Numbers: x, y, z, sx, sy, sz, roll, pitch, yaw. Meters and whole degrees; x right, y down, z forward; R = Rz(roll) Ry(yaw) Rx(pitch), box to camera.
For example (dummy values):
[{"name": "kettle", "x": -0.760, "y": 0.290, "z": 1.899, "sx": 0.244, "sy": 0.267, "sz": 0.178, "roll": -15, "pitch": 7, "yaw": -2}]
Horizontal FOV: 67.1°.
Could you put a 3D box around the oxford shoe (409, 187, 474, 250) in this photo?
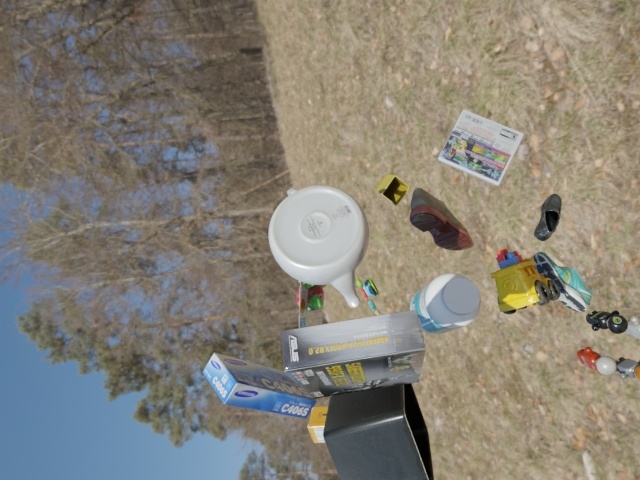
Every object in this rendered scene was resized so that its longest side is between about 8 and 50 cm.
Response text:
[{"name": "oxford shoe", "x": 0.430, "y": -0.070, "z": 1.669, "sx": 0.348, "sy": 0.123, "sz": 0.130, "roll": 33, "pitch": -130, "yaw": -42}]

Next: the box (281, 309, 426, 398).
[{"name": "box", "x": 0.055, "y": 0.177, "z": 0.712, "sx": 0.231, "sy": 0.183, "sz": 0.056, "roll": 73, "pitch": -172, "yaw": -63}]

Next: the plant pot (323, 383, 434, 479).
[{"name": "plant pot", "x": 0.108, "y": 0.367, "z": 0.927, "sx": 0.188, "sy": 0.167, "sz": 0.187, "roll": -63, "pitch": -46, "yaw": -71}]

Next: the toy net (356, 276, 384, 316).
[{"name": "toy net", "x": 0.190, "y": 0.221, "z": 1.604, "sx": 0.232, "sy": 0.045, "sz": 0.122, "roll": 65, "pitch": -172, "yaw": 30}]

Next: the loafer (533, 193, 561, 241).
[{"name": "loafer", "x": 0.875, "y": -0.094, "z": 1.825, "sx": 0.223, "sy": 0.076, "sz": 0.078, "roll": -58, "pitch": 0, "yaw": -27}]

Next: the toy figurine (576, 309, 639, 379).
[{"name": "toy figurine", "x": 0.963, "y": 0.338, "z": 1.546, "sx": 0.148, "sy": 0.210, "sz": 0.213, "roll": -175, "pitch": 101, "yaw": -85}]

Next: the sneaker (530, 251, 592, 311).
[{"name": "sneaker", "x": 0.861, "y": 0.136, "z": 1.728, "sx": 0.110, "sy": 0.275, "sz": 0.107, "roll": -49, "pitch": 7, "yaw": -20}]

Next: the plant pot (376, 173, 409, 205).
[{"name": "plant pot", "x": 0.242, "y": -0.183, "z": 1.686, "sx": 0.081, "sy": 0.081, "sz": 0.083, "roll": -55, "pitch": 30, "yaw": 2}]

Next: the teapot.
[{"name": "teapot", "x": 0.000, "y": 0.000, "z": 1.169, "sx": 0.187, "sy": 0.253, "sz": 0.256, "roll": 71, "pitch": -146, "yaw": -65}]

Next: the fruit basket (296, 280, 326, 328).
[{"name": "fruit basket", "x": -0.020, "y": 0.160, "z": 1.857, "sx": 0.327, "sy": 0.165, "sz": 0.353, "roll": 23, "pitch": -118, "yaw": -74}]

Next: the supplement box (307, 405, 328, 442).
[{"name": "supplement box", "x": 0.086, "y": 0.533, "z": 1.404, "sx": 0.078, "sy": 0.233, "sz": 0.080, "roll": -68, "pitch": -32, "yaw": -58}]

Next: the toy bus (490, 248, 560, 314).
[{"name": "toy bus", "x": 0.663, "y": 0.122, "z": 1.595, "sx": 0.220, "sy": 0.149, "sz": 0.211, "roll": -4, "pitch": -110, "yaw": -44}]

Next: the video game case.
[{"name": "video game case", "x": 0.496, "y": -0.289, "z": 1.498, "sx": 0.183, "sy": 0.201, "sz": 0.023, "roll": -62, "pitch": -12, "yaw": -6}]

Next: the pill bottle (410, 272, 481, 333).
[{"name": "pill bottle", "x": 0.343, "y": 0.173, "z": 1.315, "sx": 0.264, "sy": 0.146, "sz": 0.146, "roll": 103, "pitch": 166, "yaw": -74}]

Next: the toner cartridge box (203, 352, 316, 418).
[{"name": "toner cartridge box", "x": -0.184, "y": 0.461, "z": 1.519, "sx": 0.348, "sy": 0.165, "sz": 0.075, "roll": 30, "pitch": -89, "yaw": -43}]
